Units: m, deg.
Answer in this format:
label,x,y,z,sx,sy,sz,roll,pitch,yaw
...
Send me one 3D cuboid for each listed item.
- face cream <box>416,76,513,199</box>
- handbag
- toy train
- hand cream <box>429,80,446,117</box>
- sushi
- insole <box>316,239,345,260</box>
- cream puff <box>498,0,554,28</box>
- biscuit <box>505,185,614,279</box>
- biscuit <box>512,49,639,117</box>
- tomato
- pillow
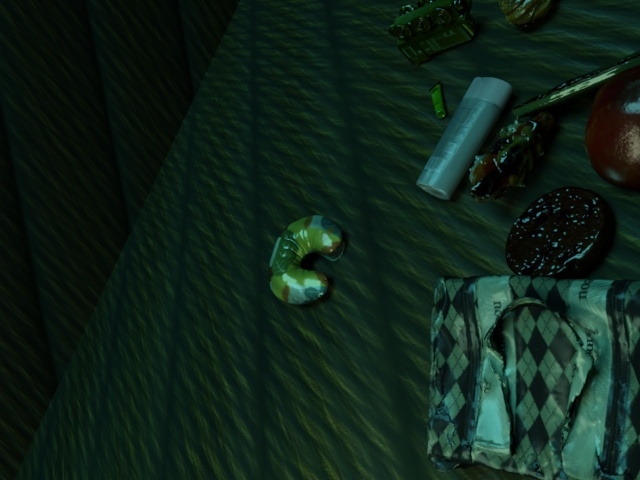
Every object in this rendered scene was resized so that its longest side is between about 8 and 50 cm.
label,x,y,z,sx,sy,sz,roll,pitch,yaw
face cream,0.302,-0.218,1.458,0.107,0.073,0.269,25,85,53
handbag,0.332,0.211,0.985,0.416,0.180,0.316,-1,76,53
toy train,0.278,-0.522,1.691,0.226,0.137,0.090,-7,54,47
hand cream,0.278,-0.333,1.636,0.036,0.023,0.121,-40,33,33
sushi,0.358,-0.155,1.311,0.226,0.097,0.103,-44,38,-4
insole,0.000,0.000,1.756,0.080,0.003,0.232,-57,32,2
cream puff,0.442,-0.527,1.503,0.119,0.104,0.133,-59,30,11
biscuit,0.401,-0.008,1.176,0.192,0.049,0.192,-29,41,29
biscuit,0.496,-0.293,1.258,0.323,0.038,0.099,-21,9,45
tomato,0.519,-0.203,1.088,0.200,0.140,0.233,16,76,51
pillow,-0.038,0.046,1.704,0.214,0.086,0.233,2,65,43
